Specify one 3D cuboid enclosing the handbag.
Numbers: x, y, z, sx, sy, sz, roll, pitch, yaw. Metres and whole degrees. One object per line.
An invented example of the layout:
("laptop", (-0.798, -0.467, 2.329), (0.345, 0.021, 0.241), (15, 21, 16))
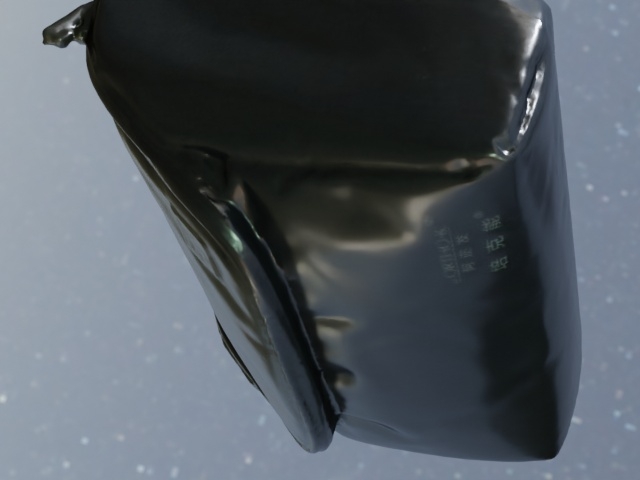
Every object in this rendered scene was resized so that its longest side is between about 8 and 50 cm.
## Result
("handbag", (0.000, 0.003, 0.843), (0.302, 0.275, 0.177), (71, 26, -52))
